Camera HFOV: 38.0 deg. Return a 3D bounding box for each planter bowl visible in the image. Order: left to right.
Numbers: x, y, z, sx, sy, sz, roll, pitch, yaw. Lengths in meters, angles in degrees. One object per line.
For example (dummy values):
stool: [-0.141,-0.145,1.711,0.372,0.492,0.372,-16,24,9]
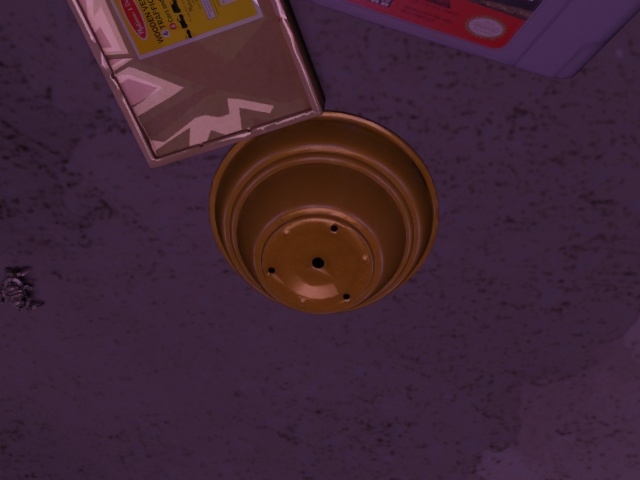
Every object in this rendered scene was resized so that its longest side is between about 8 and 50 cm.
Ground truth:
planter bowl: [0.000,0.000,0.843,0.217,0.090,0.217,2,122,3]

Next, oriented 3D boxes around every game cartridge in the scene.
game cartridge: [0.105,-0.219,0.656,0.294,0.060,0.196,14,148,-13]

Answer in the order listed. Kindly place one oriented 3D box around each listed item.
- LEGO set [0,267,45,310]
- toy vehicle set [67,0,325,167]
LEGO set: [-0.316,0.047,0.932,0.083,0.023,0.054,21,121,-9]
toy vehicle set: [-0.117,-0.201,0.759,0.166,0.035,0.266,-15,119,13]
